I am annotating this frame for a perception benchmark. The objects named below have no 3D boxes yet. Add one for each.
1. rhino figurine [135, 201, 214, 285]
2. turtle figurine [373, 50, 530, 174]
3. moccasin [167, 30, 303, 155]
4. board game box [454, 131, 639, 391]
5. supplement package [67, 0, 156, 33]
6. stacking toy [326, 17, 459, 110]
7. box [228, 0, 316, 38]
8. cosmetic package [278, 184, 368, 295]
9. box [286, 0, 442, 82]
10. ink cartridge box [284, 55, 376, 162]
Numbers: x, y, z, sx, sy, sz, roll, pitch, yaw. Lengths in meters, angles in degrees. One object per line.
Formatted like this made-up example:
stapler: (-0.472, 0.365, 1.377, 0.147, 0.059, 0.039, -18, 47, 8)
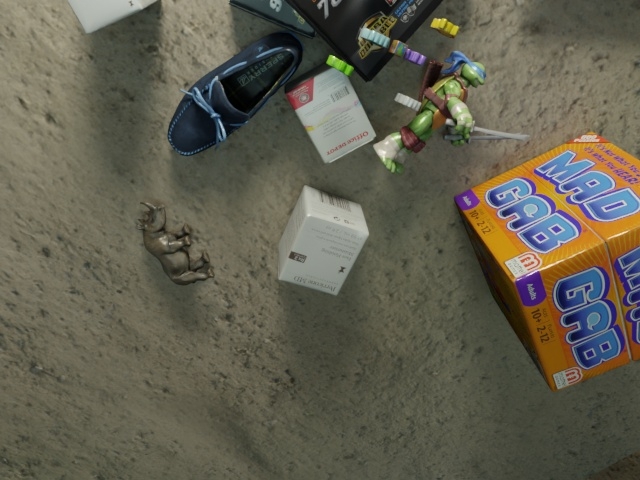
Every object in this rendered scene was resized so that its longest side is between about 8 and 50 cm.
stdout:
rhino figurine: (-0.355, 0.009, 1.185, 0.106, 0.073, 0.243, -25, 119, 6)
turtle figurine: (0.267, -0.215, 1.044, 0.266, 0.198, 0.275, -36, 113, 21)
moccasin: (-0.184, -0.291, 0.994, 0.342, 0.117, 0.137, -41, 117, 17)
board game box: (0.573, 0.040, 1.137, 0.356, 0.357, 0.356, -26, 121, 10)
supplement package: (-0.355, -0.434, 0.851, 0.105, 0.179, 0.105, -20, 121, 6)
stacking toy: (0.133, -0.358, 0.923, 0.221, 0.052, 0.167, 18, 108, -26)
box: (-0.052, -0.510, 0.913, 0.175, 0.051, 0.220, 17, 118, -17)
cosmetic package: (0.000, 0.000, 1.170, 0.151, 0.152, 0.184, 17, 118, -15)
box: (0.085, -0.488, 0.884, 0.295, 0.073, 0.293, -45, 130, 14)
ink cartridge box: (0.021, -0.271, 1.054, 0.127, 0.072, 0.175, -26, 120, 9)
